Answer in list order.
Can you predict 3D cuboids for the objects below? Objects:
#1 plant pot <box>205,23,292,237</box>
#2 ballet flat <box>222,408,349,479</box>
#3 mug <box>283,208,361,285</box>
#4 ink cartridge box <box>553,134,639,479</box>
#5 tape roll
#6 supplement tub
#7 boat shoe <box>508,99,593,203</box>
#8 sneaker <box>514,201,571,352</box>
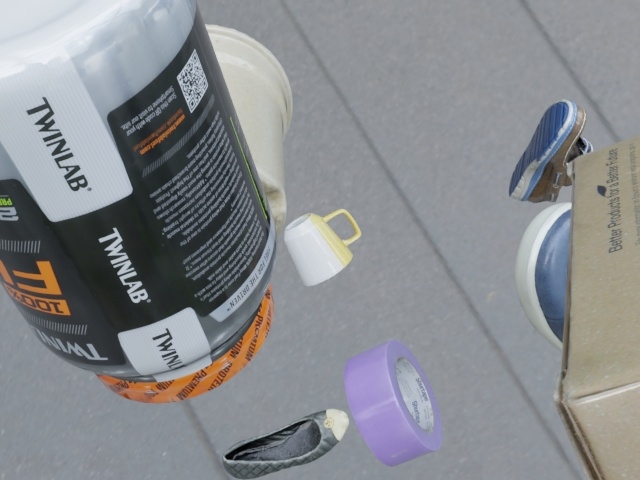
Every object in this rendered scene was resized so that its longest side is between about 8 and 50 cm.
[{"bbox_3d":[-0.184,-0.128,1.640,0.333,0.334,0.305,8,38,-21],"label":"plant pot"},{"bbox_3d":[-0.043,0.263,1.300,0.173,0.049,0.057,-24,61,3],"label":"ballet flat"},{"bbox_3d":[-0.003,0.002,1.093,0.078,0.062,0.064,-44,108,-40],"label":"mug"},{"bbox_3d":[0.203,0.011,0.404,0.088,0.193,0.235,63,24,-17],"label":"ink cartridge box"},{"bbox_3d":[0.119,0.260,1.625,0.189,0.080,0.189,50,25,-34],"label":"tape roll"},{"bbox_3d":[-0.085,-0.025,0.406,0.117,0.190,0.117,-9,44,9],"label":"supplement tub"},{"bbox_3d":[0.271,-0.098,1.142,0.066,0.183,0.066,14,68,-1],"label":"boat shoe"},{"bbox_3d":[0.311,0.080,0.811,0.350,0.148,0.131,31,81,-26],"label":"sneaker"}]
